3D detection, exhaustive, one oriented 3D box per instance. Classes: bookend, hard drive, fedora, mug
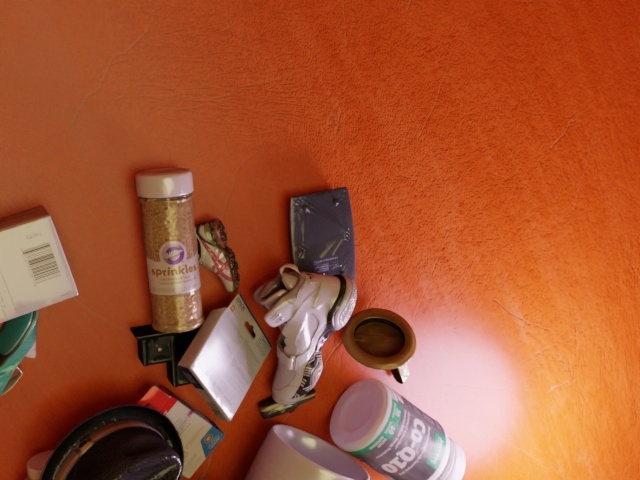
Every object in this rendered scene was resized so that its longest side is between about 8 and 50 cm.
[{"bbox_3d":[-0.349,0.272,1.656,0.157,0.072,0.156,-6,104,-25],"label":"bookend"},{"bbox_3d":[0.000,0.000,1.783,0.172,0.054,0.254,-13,107,-24],"label":"hard drive"},{"bbox_3d":[-0.408,0.514,1.502,0.334,0.153,0.333,-1,91,-39],"label":"fedora"},{"bbox_3d":[-0.053,0.676,1.803,0.327,0.276,0.374,-63,151,-2],"label":"mug"},{"bbox_3d":[0.151,0.271,1.884,0.194,0.194,0.079,-22,149,-21],"label":"fedora"}]

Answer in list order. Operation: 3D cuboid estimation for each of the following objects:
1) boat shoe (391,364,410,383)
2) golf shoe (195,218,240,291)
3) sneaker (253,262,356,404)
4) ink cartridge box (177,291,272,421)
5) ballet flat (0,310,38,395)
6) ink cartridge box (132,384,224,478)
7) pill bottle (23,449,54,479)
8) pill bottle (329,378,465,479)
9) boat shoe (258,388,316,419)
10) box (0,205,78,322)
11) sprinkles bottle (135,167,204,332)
[{"bbox_3d":[0.212,0.327,1.968,0.045,0.050,0.135,-31,115,-31],"label":"boat shoe"},{"bbox_3d":[-0.244,0.041,1.672,0.086,0.067,0.186,-17,110,5],"label":"golf shoe"},{"bbox_3d":[-0.080,0.221,1.727,0.210,0.137,0.365,21,105,-26],"label":"sneaker"},{"bbox_3d":[-0.218,0.271,1.685,0.224,0.045,0.223,-59,140,-35],"label":"ink cartridge box"},{"bbox_3d":[-0.653,0.246,1.505,0.247,0.083,0.087,-56,142,-6],"label":"ballet flat"},{"bbox_3d":[-0.358,0.437,1.683,0.134,0.078,0.231,-50,117,-10],"label":"ink cartridge box"},{"bbox_3d":[-0.579,0.599,1.568,0.146,0.146,0.263,-8,105,-25],"label":"pill bottle"},{"bbox_3d":[0.214,0.538,1.922,0.361,0.204,0.204,39,83,-28],"label":"pill bottle"},{"bbox_3d":[-0.083,0.416,1.835,0.152,0.056,0.049,-13,111,-14],"label":"boat shoe"},{"bbox_3d":[-0.612,0.048,1.449,0.182,0.119,0.180,-21,110,-21],"label":"box"},{"bbox_3d":[-0.330,0.021,1.585,0.121,0.121,0.355,-10,105,-25],"label":"sprinkles bottle"}]
